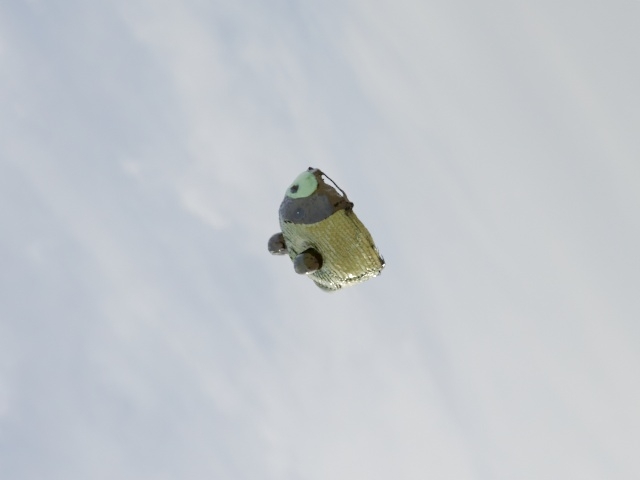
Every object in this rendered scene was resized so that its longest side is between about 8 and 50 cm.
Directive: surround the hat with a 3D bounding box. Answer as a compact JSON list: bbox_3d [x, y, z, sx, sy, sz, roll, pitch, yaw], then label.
[{"bbox_3d":[0.000,0.000,1.258,0.077,0.059,0.076,43,168,46],"label":"hat"}]
